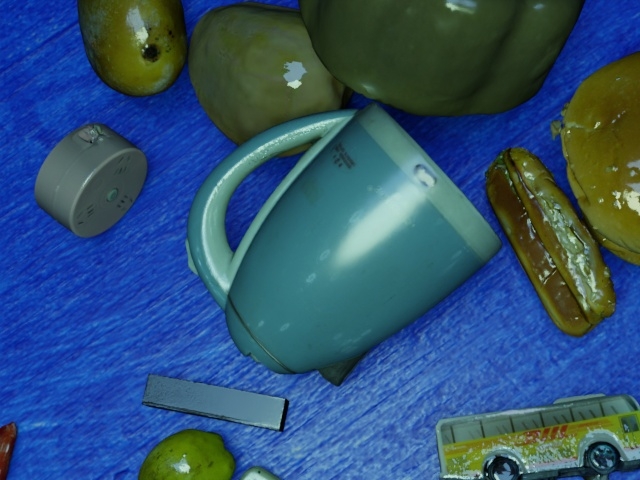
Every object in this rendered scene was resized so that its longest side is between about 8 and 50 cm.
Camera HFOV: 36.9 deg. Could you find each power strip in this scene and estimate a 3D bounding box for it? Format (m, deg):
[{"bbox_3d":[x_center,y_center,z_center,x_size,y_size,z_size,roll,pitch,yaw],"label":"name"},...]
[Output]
[{"bbox_3d":[-0.314,-0.084,1.326,0.078,0.154,0.154,36,83,16],"label":"power strip"}]

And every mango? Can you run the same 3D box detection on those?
[{"bbox_3d":[-0.278,-0.339,1.375,0.146,0.193,0.316,-8,54,-18],"label":"mango"}]

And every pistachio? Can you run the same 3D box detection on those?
[{"bbox_3d":[-0.078,-0.227,1.332,0.260,0.163,0.213,18,74,27],"label":"pistachio"}]

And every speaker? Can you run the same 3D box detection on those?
[{"bbox_3d":[-0.141,0.217,1.289,0.191,0.040,0.046,9,76,9],"label":"speaker"}]

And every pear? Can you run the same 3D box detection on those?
[{"bbox_3d":[-0.175,0.301,1.240,0.131,0.107,0.107,-24,74,-7],"label":"pear"}]

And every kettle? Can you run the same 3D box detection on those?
[{"bbox_3d":[0.000,0.000,1.225,0.342,0.247,0.319,-42,84,6],"label":"kettle"}]

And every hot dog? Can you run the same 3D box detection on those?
[{"bbox_3d":[0.300,-0.005,1.256,0.072,0.115,0.269,-18,76,-22],"label":"hot dog"}]

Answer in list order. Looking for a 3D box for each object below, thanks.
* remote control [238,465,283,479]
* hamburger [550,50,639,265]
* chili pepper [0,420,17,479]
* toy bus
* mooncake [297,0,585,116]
[{"bbox_3d":[-0.017,0.386,1.234,0.233,0.038,0.098,29,82,12],"label":"remote control"},{"bbox_3d":[0.462,-0.110,1.233,0.314,0.170,0.290,-3,70,8],"label":"hamburger"},{"bbox_3d":[-0.458,0.374,1.279,0.063,0.071,0.272,-12,64,45],"label":"chili pepper"},{"bbox_3d":[0.279,0.259,1.206,0.268,0.092,0.106,-9,65,5],"label":"toy bus"},{"bbox_3d":[0.162,-0.347,1.238,0.378,0.201,0.378,8,54,-11],"label":"mooncake"}]
